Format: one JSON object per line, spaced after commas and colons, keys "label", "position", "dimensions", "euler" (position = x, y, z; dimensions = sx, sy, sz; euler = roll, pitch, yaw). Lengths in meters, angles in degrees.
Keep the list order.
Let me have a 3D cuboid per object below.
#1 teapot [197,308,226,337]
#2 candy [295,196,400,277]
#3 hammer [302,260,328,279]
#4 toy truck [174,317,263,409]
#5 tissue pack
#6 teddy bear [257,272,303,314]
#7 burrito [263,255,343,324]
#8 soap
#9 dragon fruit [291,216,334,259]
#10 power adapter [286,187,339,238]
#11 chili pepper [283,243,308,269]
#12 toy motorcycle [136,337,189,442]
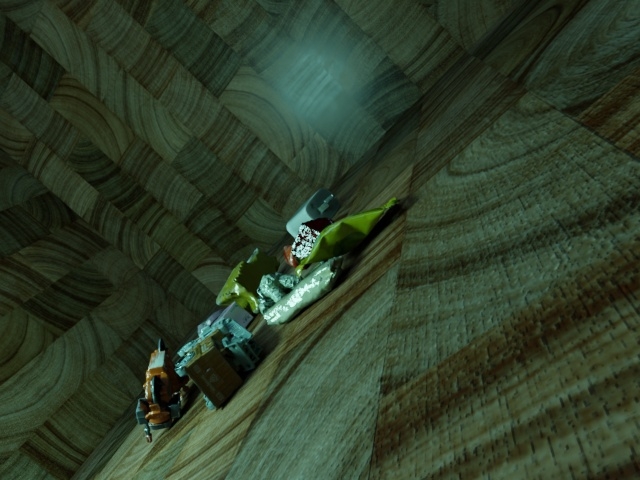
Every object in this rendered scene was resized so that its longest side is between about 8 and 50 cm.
{"label": "teapot", "position": [-0.393, 0.322, 1.720], "dimensions": [0.116, 0.148, 0.146], "euler": [12, 43, 46]}
{"label": "candy", "position": [0.060, -0.016, 1.089], "dimensions": [0.297, 0.081, 0.187], "euler": [-37, 2, 8]}
{"label": "hammer", "position": [-0.031, 0.096, 1.326], "dimensions": [0.182, 0.017, 0.062], "euler": [-42, 8, 37]}
{"label": "toy truck", "position": [-0.256, 0.292, 1.161], "dimensions": [0.184, 0.133, 0.338], "euler": [-39, 8, -14]}
{"label": "tissue pack", "position": [-0.353, 0.342, 1.546], "dimensions": [0.246, 0.092, 0.148], "euler": [-52, 8, -33]}
{"label": "teddy bear", "position": [-0.137, 0.149, 1.282], "dimensions": [0.133, 0.111, 0.213], "euler": [-47, 8, -30]}
{"label": "burrito", "position": [-0.041, 0.129, 1.063], "dimensions": [0.275, 0.059, 0.082], "euler": [-41, -2, 33]}
{"label": "soap", "position": [-0.238, 0.133, 1.716], "dimensions": [0.305, 0.169, 0.338], "euler": [-61, 13, -23]}
{"label": "dragon fruit", "position": [0.002, 0.001, 1.410], "dimensions": [0.161, 0.120, 0.127], "euler": [-28, -35, -57]}
{"label": "power adapter", "position": [-0.017, -0.122, 1.972], "dimensions": [0.255, 0.124, 0.187], "euler": [-36, 15, 51]}
{"label": "chili pepper", "position": [-0.068, 0.054, 1.489], "dimensions": [0.192, 0.086, 0.084], "euler": [6, 79, 67]}
{"label": "toy motorcycle", "position": [-0.498, 0.470, 1.420], "dimensions": [0.147, 0.222, 0.326], "euler": [-8, 19, -11]}
